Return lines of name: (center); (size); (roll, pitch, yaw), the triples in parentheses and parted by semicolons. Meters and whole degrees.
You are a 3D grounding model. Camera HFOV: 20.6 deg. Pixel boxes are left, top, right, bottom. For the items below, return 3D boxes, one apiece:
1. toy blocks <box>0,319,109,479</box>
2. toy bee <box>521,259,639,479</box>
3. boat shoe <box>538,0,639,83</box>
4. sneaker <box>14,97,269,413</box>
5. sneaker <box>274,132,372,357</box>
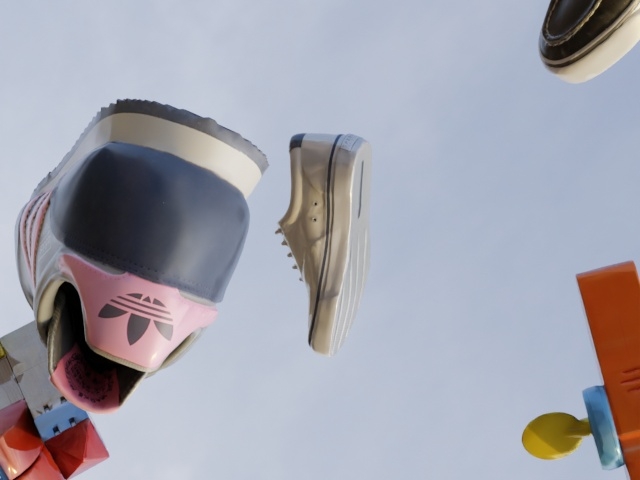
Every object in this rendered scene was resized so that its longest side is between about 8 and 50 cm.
toy blocks: (-0.354, 0.226, 1.686); (0.191, 0.381, 0.261); (67, -9, -27)
toy bee: (0.267, 0.177, 1.478); (0.195, 0.298, 0.162); (4, -31, 17)
boat shoe: (0.184, -0.199, 1.052); (0.219, 0.070, 0.078); (-60, -144, 16)
sneaker: (-0.120, 0.033, 0.936); (0.112, 0.131, 0.319); (20, -20, -8)
sneaker: (0.000, 0.000, 1.896); (0.091, 0.094, 0.258); (14, -67, 21)
